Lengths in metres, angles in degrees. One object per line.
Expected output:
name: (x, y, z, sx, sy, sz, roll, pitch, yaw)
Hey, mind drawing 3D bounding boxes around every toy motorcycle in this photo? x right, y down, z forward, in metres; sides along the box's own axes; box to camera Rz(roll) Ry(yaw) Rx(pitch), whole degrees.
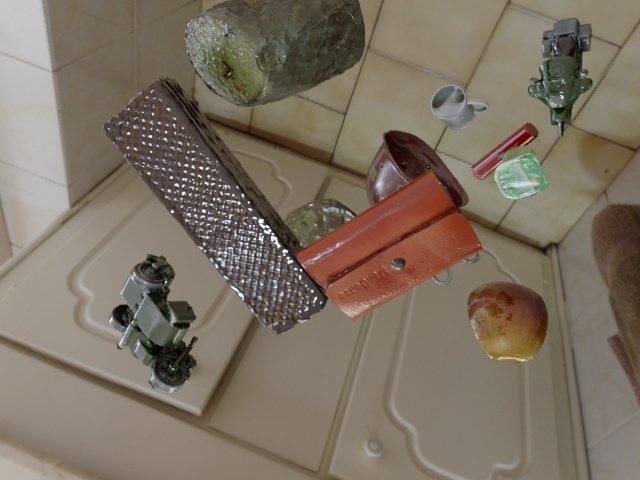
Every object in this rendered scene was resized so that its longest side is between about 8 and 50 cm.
toy motorcycle: (0.540, -0.381, 1.090, 0.125, 0.274, 0.187, 2, 155, 31)
toy motorcycle: (-0.339, 0.170, 1.043, 0.275, 0.127, 0.205, 44, 113, 21)

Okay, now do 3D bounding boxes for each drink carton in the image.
drink carton: (0.664, -0.236, 1.631, 0.144, 0.142, 0.146, -22, 113, 31)

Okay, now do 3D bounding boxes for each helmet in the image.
helmet: (0.276, -0.171, 1.605, 0.338, 0.384, 0.230, 27, 122, -18)

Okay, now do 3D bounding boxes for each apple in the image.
apple: (0.649, 0.263, 1.729, 0.254, 0.345, 0.179, -1, 133, 6)

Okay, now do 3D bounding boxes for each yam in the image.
yam: (-0.042, -0.283, 0.686, 0.154, 0.254, 0.153, 33, 143, 30)

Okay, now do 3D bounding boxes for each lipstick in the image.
lipstick: (0.676, -0.324, 1.814, 0.073, 0.073, 0.279, 35, 140, -9)

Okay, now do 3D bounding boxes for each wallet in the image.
wallet: (0.090, 0.014, 0.629, 0.205, 0.045, 0.142, -32, 122, 16)

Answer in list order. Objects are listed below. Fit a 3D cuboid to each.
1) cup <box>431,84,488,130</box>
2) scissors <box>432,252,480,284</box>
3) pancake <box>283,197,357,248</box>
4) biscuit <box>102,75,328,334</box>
cup: (0.401, -0.373, 1.407, 0.136, 0.133, 0.099, 34, 102, 28)
scissors: (0.503, 0.008, 2.185, 0.383, 0.256, 0.029, 50, 160, 28)
pancake: (0.000, 0.000, 1.600, 0.295, 0.049, 0.294, 1, 96, 7)
biscuit: (-0.132, -0.037, 0.692, 0.107, 0.073, 0.388, -32, 105, 15)
